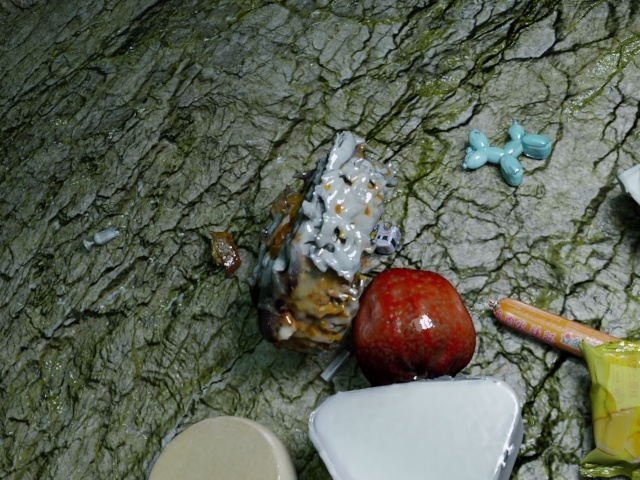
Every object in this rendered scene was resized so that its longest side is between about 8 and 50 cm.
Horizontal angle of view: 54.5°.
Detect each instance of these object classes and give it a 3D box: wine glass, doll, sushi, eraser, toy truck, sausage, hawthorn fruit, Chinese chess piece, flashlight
[{"bbox_3d":[-0.541,-0.005,1.537,0.083,0.042,0.038,-26,81,0],"label":"wine glass"},{"bbox_3d":[0.378,-0.186,1.304,0.159,0.059,0.158,-39,54,-6],"label":"doll"},{"bbox_3d":[0.002,-0.004,1.143,0.176,0.417,0.417,24,60,-13],"label":"sushi"},{"bbox_3d":[0.130,0.345,0.976,0.332,0.150,0.331,-8,57,13],"label":"eraser"},{"bbox_3d":[-0.216,0.024,1.380,0.060,0.061,0.118,-21,52,-10],"label":"sushi"},{"bbox_3d":[0.101,-0.007,1.288,0.123,0.052,0.062,10,65,27],"label":"toy truck"},{"bbox_3d":[0.443,0.170,1.036,0.348,0.053,0.053,22,67,31],"label":"sausage"},{"bbox_3d":[0.155,0.145,1.075,0.215,0.215,0.249,-15,37,11],"label":"hawthorn fruit"},{"bbox_3d":[-0.169,0.434,1.054,0.274,0.102,0.273,-10,53,13],"label":"Chinese chess piece"},{"bbox_3d":[0.035,0.230,1.169,0.083,0.018,0.018,-46,54,-13],"label":"flashlight"}]

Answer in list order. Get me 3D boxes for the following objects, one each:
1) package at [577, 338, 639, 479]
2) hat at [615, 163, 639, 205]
[{"bbox_3d":[0.472,0.252,0.925,0.168,0.090,0.226,-4,76,27],"label":"package"},{"bbox_3d":[0.682,-0.078,1.046,0.302,0.168,0.257,-25,53,3],"label":"hat"}]
